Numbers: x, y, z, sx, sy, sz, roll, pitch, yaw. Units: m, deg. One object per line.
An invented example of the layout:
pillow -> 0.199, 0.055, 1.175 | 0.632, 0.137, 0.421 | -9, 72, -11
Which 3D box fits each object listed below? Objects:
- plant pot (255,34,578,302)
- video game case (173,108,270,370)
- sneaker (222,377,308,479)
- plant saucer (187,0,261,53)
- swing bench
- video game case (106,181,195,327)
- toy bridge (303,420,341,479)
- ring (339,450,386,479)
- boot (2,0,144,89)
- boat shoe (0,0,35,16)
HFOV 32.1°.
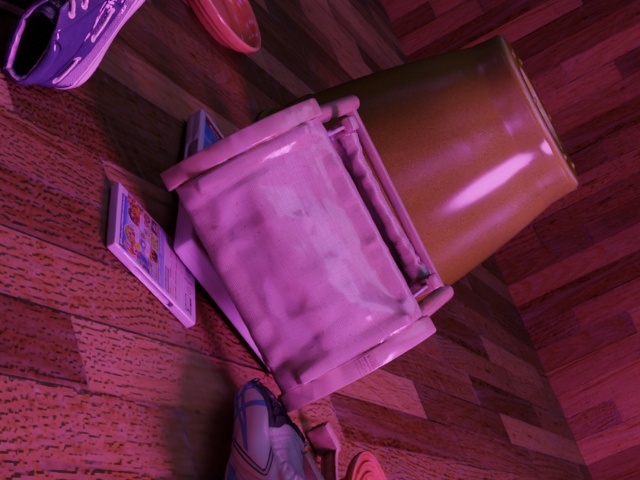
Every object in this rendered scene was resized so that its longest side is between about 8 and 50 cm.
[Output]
plant pot -> 0.153, -0.104, 1.557 | 0.366, 0.353, 0.366 | 54, 18, -27
video game case -> -0.086, 0.000, 1.206 | 0.204, 0.025, 0.285 | 55, 16, -29
sneaker -> -0.052, 0.193, 0.946 | 0.085, 0.086, 0.237 | 56, 3, -22
plant saucer -> -0.152, -0.349, 1.571 | 0.200, 0.037, 0.200 | 54, 19, -28
swing bench -> 0.000, 0.000, 1.120 | 0.253, 0.165, 0.254 | 63, 14, -2
video game case -> -0.153, 0.014, 1.018 | 0.122, 0.011, 0.087 | 52, 19, -36
toy bridge -> -0.008, 0.238, 1.086 | 0.063, 0.026, 0.188 | 63, 16, -4
ring -> 0.050, 0.350, 0.944 | 0.336, 0.032, 0.337 | -11, 90, -80
boot -> -0.197, -0.210, 0.942 | 0.069, 0.190, 0.086 | 33, 15, 9
boat shoe -> -0.260, -0.257, 0.995 | 0.095, 0.079, 0.254 | 64, 16, 3
